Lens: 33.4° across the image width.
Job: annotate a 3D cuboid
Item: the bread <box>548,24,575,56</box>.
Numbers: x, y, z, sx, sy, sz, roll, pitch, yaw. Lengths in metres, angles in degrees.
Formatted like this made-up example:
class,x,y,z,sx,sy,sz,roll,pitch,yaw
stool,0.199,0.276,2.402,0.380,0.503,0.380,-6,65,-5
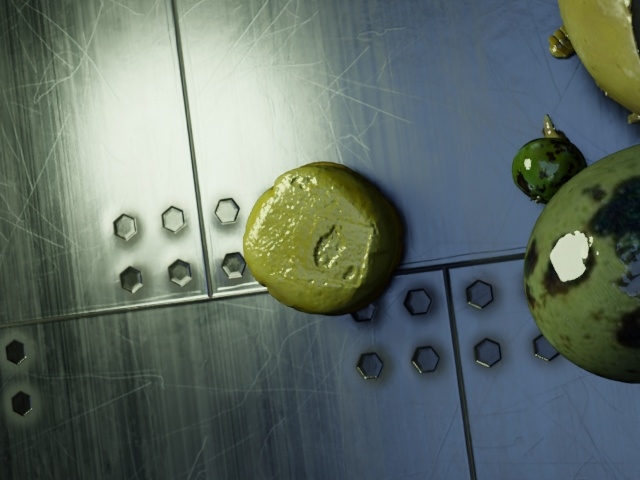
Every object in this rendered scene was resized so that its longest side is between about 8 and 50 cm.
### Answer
class,x,y,z,sx,sy,sz,roll,pitch,yaw
bread,0.413,-0.337,1.751,0.088,0.033,0.049,-36,74,14

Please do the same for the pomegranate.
class,x,y,z,sx,sy,sz,roll,pitch,yaw
pomegranate,0.373,-0.129,1.727,0.122,0.122,0.161,5,63,16

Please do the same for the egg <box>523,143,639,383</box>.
class,x,y,z,sx,sy,sz,roll,pitch,yaw
egg,0.507,0.025,1.557,0.428,0.345,0.345,-24,83,12

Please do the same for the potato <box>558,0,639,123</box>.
class,x,y,z,sx,sy,sz,roll,pitch,yaw
potato,0.526,-0.385,1.568,0.385,0.319,0.442,-19,108,-17

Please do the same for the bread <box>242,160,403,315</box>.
class,x,y,z,sx,sy,sz,roll,pitch,yaw
bread,0.000,0.000,1.811,0.270,0.148,0.270,1,94,17
